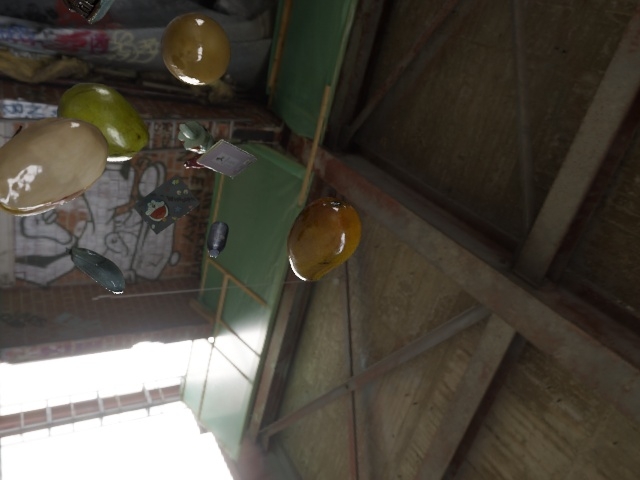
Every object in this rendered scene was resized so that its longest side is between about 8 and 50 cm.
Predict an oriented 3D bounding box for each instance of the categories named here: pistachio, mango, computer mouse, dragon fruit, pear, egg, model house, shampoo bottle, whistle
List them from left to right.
[{"bbox_3d":[-0.636,-0.177,1.188,0.187,0.299,0.187,27,-34,20],"label":"pistachio"},{"bbox_3d":[-0.688,-0.713,1.454,0.106,0.152,0.165,-49,-159,29],"label":"model house"},{"bbox_3d":[-0.728,0.081,1.663,0.068,0.229,0.113,-47,-165,-1],"label":"computer mouse"},{"bbox_3d":[-0.770,-0.415,1.797,0.253,0.307,0.253,-42,-154,26],"label":"pear"},{"bbox_3d":[-0.446,-0.369,1.808,0.253,0.102,0.105,16,98,-86],"label":"whistle"},{"bbox_3d":[-0.451,-0.693,1.836,0.322,0.250,0.250,-128,-136,-70],"label":"egg"},{"bbox_3d":[-0.580,-0.384,2.398,0.131,0.097,0.063,-22,-123,9],"label":"dragon fruit"},{"bbox_3d":[-0.469,-0.008,2.298,0.233,0.087,0.049,-95,-163,-57],"label":"shampoo bottle"},{"bbox_3d":[0.000,0.000,1.571,0.211,0.173,0.317,50,-50,15],"label":"mango"}]

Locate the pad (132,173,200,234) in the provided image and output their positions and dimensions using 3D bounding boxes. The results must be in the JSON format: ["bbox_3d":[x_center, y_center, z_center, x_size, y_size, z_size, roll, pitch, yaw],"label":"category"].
[{"bbox_3d":[-0.687,-0.161,2.250,0.170,0.245,0.006,55,0,-17],"label":"pad"}]

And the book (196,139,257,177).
[{"bbox_3d":[-0.319,-0.277,1.731,0.127,0.182,0.014,-32,-117,24],"label":"book"}]

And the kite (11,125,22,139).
[{"bbox_3d":[-1.066,-0.277,1.706,0.285,0.015,0.152,-31,-119,35],"label":"kite"}]
